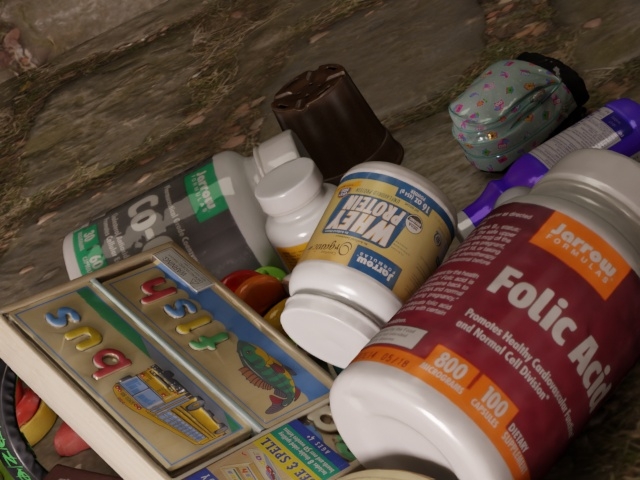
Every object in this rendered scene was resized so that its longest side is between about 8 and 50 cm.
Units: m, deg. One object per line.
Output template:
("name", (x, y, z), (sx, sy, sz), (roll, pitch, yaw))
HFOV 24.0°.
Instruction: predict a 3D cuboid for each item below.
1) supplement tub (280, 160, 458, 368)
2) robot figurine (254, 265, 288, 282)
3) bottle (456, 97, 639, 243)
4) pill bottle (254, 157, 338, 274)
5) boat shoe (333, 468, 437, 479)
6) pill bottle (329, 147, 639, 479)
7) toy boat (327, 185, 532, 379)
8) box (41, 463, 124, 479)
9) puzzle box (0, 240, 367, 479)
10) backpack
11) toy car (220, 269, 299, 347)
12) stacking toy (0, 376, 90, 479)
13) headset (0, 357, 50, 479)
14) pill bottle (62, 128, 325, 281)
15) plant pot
("supplement tub", (0.053, 0.029, 1.655), (0.144, 0.144, 0.200), (-1, 52, 44))
("robot figurine", (-0.066, 0.073, 2.012), (0.101, 0.115, 0.067), (22, 79, 9))
("bottle", (0.299, -0.072, 1.906), (0.282, 0.092, 0.118), (-32, 26, -2))
("pill bottle", (0.000, 0.000, 1.953), (0.117, 0.208, 0.118), (-24, 27, 13))
("boat shoe", (0.108, 0.302, 1.425), (0.341, 0.122, 0.110), (0, 39, 43))
("pill bottle", (0.212, 0.094, 1.564), (0.392, 0.224, 0.224), (-45, 30, -26))
("toy boat", (0.141, 0.060, 1.777), (0.318, 0.148, 0.267), (-28, 27, 5))
("box", (-0.259, 0.375, 1.616), (0.168, 0.167, 0.203), (2, 42, 46))
("puzzle box", (-0.142, 0.165, 1.664), (0.409, 0.052, 0.272), (38, 42, 29))
("backpack", (0.266, -0.181, 2.103), (0.182, 0.115, 0.152), (-41, 31, -14))
("toy car", (-0.077, 0.104, 1.886), (0.136, 0.182, 0.159), (40, 69, 16))
("stacking toy", (-0.394, 0.248, 2.013), (0.309, 0.130, 0.279), (-15, 30, 28))
("headset", (-0.252, 0.181, 1.907), (0.394, 0.243, 0.185), (-31, 4, -37))
("pill bottle", (-0.162, -0.001, 2.122), (0.361, 0.204, 0.204), (-28, 27, 6))
("plant pot", (0.015, -0.166, 2.272), (0.167, 0.165, 0.167), (-24, 27, 14))
